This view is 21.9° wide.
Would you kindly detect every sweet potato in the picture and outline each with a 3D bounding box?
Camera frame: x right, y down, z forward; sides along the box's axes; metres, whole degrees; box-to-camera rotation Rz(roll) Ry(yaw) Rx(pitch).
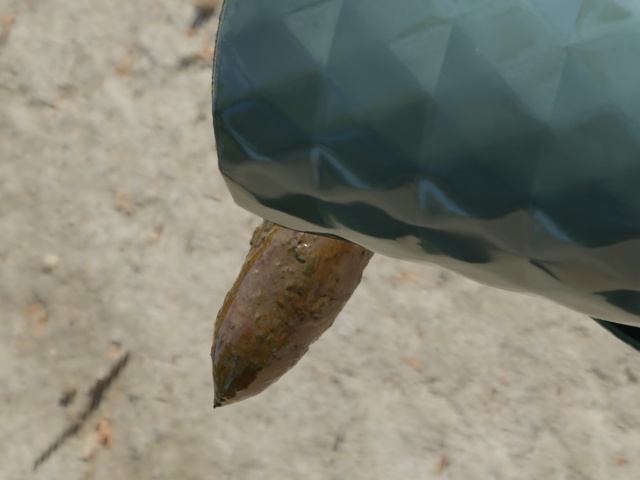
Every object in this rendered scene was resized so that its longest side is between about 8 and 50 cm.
[{"bbox_3d":[0.000,0.000,0.821,0.206,0.060,0.068,-49,55,11],"label":"sweet potato"}]

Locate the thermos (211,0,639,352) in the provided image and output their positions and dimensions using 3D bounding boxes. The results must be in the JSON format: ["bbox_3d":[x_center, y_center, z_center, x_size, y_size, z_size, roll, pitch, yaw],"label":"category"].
[{"bbox_3d":[0.115,-0.028,0.560,0.287,0.182,0.145,18,47,19],"label":"thermos"}]
